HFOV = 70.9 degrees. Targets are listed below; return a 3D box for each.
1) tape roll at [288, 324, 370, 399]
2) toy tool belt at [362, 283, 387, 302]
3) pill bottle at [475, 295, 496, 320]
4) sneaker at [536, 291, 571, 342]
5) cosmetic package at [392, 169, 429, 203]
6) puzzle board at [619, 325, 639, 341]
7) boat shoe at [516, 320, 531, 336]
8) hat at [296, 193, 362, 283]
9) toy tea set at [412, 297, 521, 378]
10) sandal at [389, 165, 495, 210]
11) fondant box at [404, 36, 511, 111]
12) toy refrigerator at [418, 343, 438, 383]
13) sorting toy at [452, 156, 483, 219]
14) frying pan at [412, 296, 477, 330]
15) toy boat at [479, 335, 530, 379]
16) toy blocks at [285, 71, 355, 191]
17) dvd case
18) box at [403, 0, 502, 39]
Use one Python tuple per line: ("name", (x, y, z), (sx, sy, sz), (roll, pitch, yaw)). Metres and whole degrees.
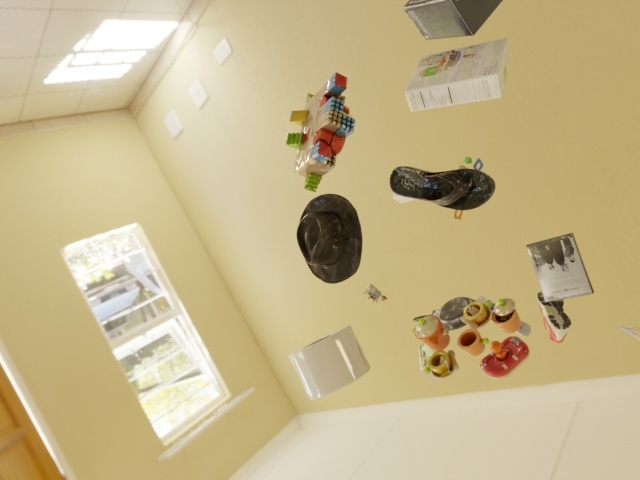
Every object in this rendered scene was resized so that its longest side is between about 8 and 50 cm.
("tape roll", (0.032, 0.423, 1.574), (0.246, 0.169, 0.246), (-26, 171, -4))
("toy tool belt", (0.199, 0.204, 1.659), (0.051, 0.083, 0.052), (-50, 173, 15))
("pill bottle", (0.723, 0.294, 1.925), (0.067, 0.120, 0.067), (-22, 134, -24))
("sneaker", (0.975, 0.320, 1.906), (0.107, 0.118, 0.279), (4, -148, 14))
("cosmetic package", (0.502, -0.285, 2.412), (0.085, 0.117, 0.231), (25, 159, -32))
("puzzle board", (1.025, 0.300, 1.415), (0.096, 0.128, 0.011), (-2, -120, 65))
("boat shoe", (0.987, 0.426, 2.359), (0.095, 0.258, 0.084), (-56, -162, -10))
("hat", (0.000, 0.000, 1.604), (0.331, 0.331, 0.134), (-28, 168, 38))
("toy tea set", (0.428, 0.259, 1.366), (0.336, 0.124, 0.200), (-37, -157, 13))
("sandal", (0.470, -0.210, 1.818), (0.445, 0.168, 0.107), (10, -161, 36))
("fondant box", (0.499, -0.598, 1.633), (0.330, 0.096, 0.238), (1, -130, 33))
("toy refrigerator", (0.564, 0.600, 2.280), (0.102, 0.094, 0.269), (-36, -174, 16))
("sorting toy", (0.757, -0.283, 2.392), (0.196, 0.348, 0.047), (21, 180, -39))
("frying pan", (0.557, 0.306, 1.994), (0.197, 0.053, 0.326), (-42, -161, -18))
("toy boat", (0.824, 0.518, 2.056), (0.231, 0.151, 0.151), (-44, -162, 3))
("toy blocks", (0.022, -0.393, 1.569), (0.190, 0.382, 0.261), (16, 162, -24))
("dvd case", (0.922, 0.107, 1.741), (0.029, 0.239, 0.179), (-13, 173, -44))
("box", (0.524, -0.922, 1.669), (0.296, 0.182, 0.294), (-50, -151, 1))
